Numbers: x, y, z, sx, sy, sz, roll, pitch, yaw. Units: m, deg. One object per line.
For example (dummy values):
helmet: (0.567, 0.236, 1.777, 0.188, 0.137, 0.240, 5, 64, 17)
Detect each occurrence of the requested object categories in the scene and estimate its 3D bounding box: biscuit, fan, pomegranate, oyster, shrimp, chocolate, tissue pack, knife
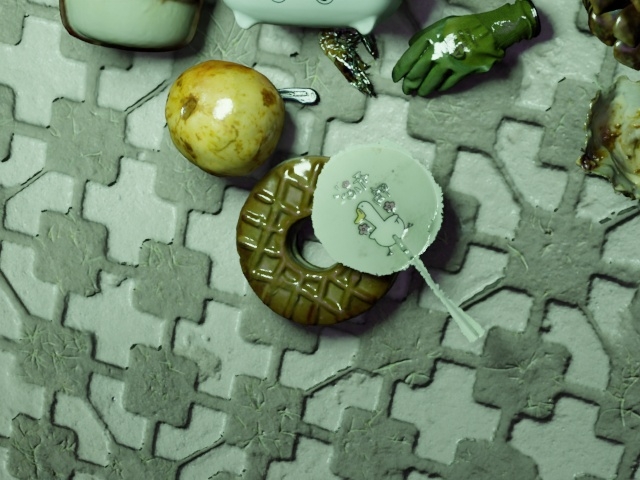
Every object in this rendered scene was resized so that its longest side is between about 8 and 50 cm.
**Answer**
biscuit: (0.000, 0.000, 1.503, 0.332, 0.103, 0.332, 2, 102, 12)
fan: (0.148, 0.013, 1.420, 0.233, 0.012, 0.414, -36, 90, 3)
pomegranate: (-0.164, -0.220, 1.446, 0.215, 0.215, 0.215, 2, 101, 11)
oyster: (0.594, -0.146, 1.338, 0.337, 0.133, 0.197, 22, 102, 4)
shrimp: (0.064, -0.336, 1.459, 0.091, 0.034, 0.161, -35, 92, 15)
chocolate: (-0.325, -0.434, 1.422, 0.284, 0.283, 0.186, 7, 118, 10)
tissue pack: (-0.010, -0.469, 1.346, 0.333, 0.229, 0.235, 6, 105, 11)
knife: (-0.062, -0.271, 1.506, 0.121, 0.018, 0.031, 1, 99, 13)

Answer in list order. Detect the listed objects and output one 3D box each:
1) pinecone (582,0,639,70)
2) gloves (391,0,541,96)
pinecone: (0.576, -0.424, 1.174, 0.398, 0.398, 0.397, 2, 101, 11)
gloves: (0.246, -0.337, 1.391, 0.268, 0.107, 0.135, -27, 64, 17)
